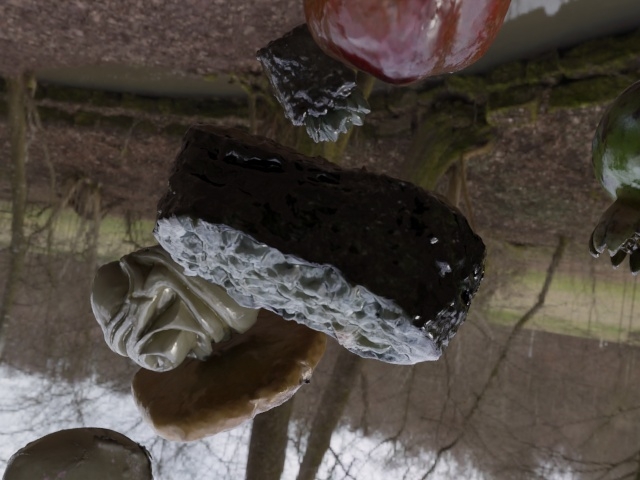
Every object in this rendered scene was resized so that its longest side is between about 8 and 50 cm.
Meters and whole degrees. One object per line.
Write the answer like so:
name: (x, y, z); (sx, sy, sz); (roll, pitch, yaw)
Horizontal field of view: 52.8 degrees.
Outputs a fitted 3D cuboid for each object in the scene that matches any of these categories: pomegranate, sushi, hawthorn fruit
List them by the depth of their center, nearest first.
hawthorn fruit: (0.063, -0.216, 0.474); (0.169, 0.188, 0.169); (0, -151, 0)
sushi: (0.000, 0.000, 0.702); (0.350, 0.170, 0.211); (22, 156, 4)
pomegranate: (0.511, -0.099, 0.971); (0.243, 0.305, 0.242); (22, -166, -6)

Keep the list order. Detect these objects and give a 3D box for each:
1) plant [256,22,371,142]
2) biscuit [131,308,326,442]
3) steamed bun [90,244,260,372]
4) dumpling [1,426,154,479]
plant: (-0.009, -0.246, 1.035); (0.129, 0.194, 0.132); (-33, -162, 3)
biscuit: (-0.199, 0.259, 1.374); (0.430, 0.103, 0.446); (-25, -162, -13)
steamed bun: (-0.260, 0.135, 1.236); (0.325, 0.219, 0.310); (5, 161, -38)
dumpling: (-0.241, 0.250, 0.628); (0.199, 0.136, 0.118); (-6, 168, 33)
